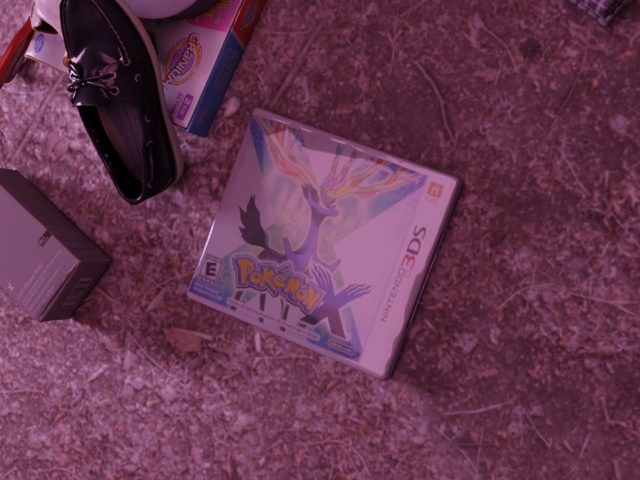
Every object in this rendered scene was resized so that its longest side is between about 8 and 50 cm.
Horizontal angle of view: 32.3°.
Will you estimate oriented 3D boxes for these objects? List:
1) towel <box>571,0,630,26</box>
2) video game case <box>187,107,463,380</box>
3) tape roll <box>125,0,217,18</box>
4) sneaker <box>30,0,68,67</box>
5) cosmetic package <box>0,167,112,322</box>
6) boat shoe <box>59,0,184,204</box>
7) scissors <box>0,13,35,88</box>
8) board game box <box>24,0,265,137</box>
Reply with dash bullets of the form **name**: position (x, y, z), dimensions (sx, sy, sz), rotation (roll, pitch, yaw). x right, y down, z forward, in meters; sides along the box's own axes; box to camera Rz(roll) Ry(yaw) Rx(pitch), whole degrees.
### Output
- **towel**: position (0.375, -0.458, 1.434), dimensions (0.235, 0.121, 0.283), rotation (42, 100, 16)
- **video game case**: position (0.000, 0.000, 1.578), dimensions (0.329, 0.036, 0.299), rotation (21, 93, 20)
- **tape roll**: position (-0.224, -0.425, 1.573), dimensions (0.219, 0.072, 0.219), rotation (4, 101, 22)
- **sneaker**: position (-0.401, -0.385, 1.640), dimensions (0.123, 0.106, 0.290), rotation (-30, 78, 13)
- **cosmetic package**: position (-0.454, 0.004, 1.704), dimensions (0.238, 0.107, 0.127), rotation (39, 102, 15)
- **boat shoe**: position (-0.298, -0.201, 1.563), dimensions (0.127, 0.113, 0.340), rotation (6, 127, 27)
- **scissors**: position (-0.432, -0.364, 1.726), dimensions (0.021, 0.109, 0.297), rotation (31, 95, -6)
- **board game box**: position (-0.268, -0.327, 1.681), dimensions (0.317, 0.064, 0.242), rotation (27, 95, 19)
